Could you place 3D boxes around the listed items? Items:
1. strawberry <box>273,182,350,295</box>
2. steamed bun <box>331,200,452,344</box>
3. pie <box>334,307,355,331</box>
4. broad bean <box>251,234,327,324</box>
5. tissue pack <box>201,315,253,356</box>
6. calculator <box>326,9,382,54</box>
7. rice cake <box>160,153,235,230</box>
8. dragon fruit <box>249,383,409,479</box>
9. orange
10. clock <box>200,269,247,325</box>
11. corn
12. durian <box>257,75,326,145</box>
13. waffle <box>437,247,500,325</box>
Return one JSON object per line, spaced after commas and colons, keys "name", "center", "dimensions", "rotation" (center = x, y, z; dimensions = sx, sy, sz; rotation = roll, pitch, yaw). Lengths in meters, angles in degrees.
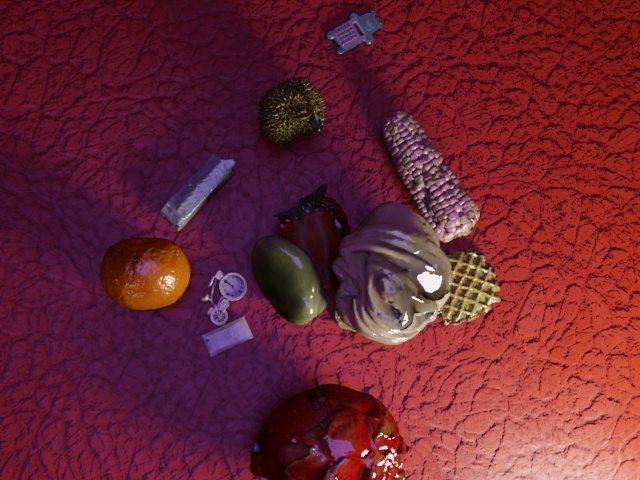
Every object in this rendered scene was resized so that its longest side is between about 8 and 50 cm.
{"name": "strawberry", "center": [0.015, -0.001, 1.659], "dimensions": [0.174, 0.098, 0.228], "rotation": [-29, 96, 24]}
{"name": "steamed bun", "center": [0.167, 0.091, 1.575], "dimensions": [0.275, 0.206, 0.320], "rotation": [-29, 116, -18]}
{"name": "pie", "center": [0.073, 0.174, 1.696], "dimensions": [0.084, 0.020, 0.084], "rotation": [1, 83, -7]}
{"name": "broad bean", "center": [-0.073, 0.089, 1.630], "dimensions": [0.100, 0.169, 0.228], "rotation": [-37, 119, -48]}
{"name": "tissue pack", "center": [-0.214, 0.221, 1.655], "dimensions": [0.108, 0.023, 0.056], "rotation": [-25, 86, -10]}
{"name": "calculator", "center": [0.087, -0.519, 1.783], "dimensions": [0.141, 0.019, 0.094], "rotation": [-32, 85, -9]}
{"name": "rice cake", "center": [-0.285, -0.117, 1.669], "dimensions": [0.069, 0.063, 0.206], "rotation": [38, 79, 5]}
{"name": "dragon fruit", "center": [0.022, 0.446, 1.536], "dimensions": [0.343, 0.277, 0.277], "rotation": [19, 81, 8]}
{"name": "orange", "center": [-0.383, 0.075, 1.575], "dimensions": [0.193, 0.193, 0.161], "rotation": [1, 96, -6]}
{"name": "clock", "center": [-0.226, 0.130, 1.656], "dimensions": [0.087, 0.041, 0.129], "rotation": [27, 76, -7]}
{"name": "corn", "center": [0.252, -0.151, 1.709], "dimensions": [0.127, 0.126, 0.335], "rotation": [-32, 86, -9]}
{"name": "durian", "center": [-0.072, -0.298, 1.647], "dimensions": [0.159, 0.198, 0.146], "rotation": [-18, 96, 13]}
{"name": "waffle", "center": [0.339, 0.111, 1.726], "dimensions": [0.183, 0.036, 0.169], "rotation": [-21, 88, -7]}
